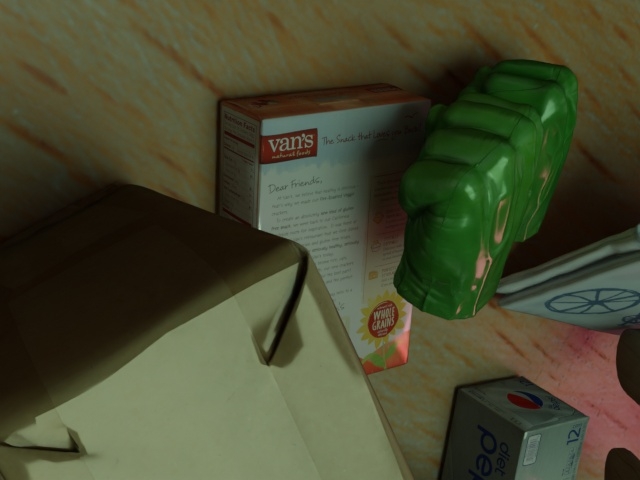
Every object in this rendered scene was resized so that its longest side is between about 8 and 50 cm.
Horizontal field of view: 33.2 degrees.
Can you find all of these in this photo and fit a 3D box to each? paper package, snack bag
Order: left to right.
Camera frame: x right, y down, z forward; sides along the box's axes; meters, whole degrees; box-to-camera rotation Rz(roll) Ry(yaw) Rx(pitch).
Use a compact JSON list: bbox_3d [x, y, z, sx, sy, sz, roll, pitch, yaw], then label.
[{"bbox_3d":[-0.076,0.141,0.647,0.168,0.325,0.310,-31,108,-17],"label":"paper package"},{"bbox_3d":[0.385,0.033,0.985,0.323,0.342,0.037,14,65,-36],"label":"snack bag"}]

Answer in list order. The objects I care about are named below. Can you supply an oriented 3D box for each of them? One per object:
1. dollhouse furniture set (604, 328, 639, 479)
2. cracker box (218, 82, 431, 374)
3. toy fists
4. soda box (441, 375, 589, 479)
[{"bbox_3d":[0.475,0.265,1.146,0.361,0.256,0.394,0,105,-9],"label":"dollhouse furniture set"},{"bbox_3d":[0.000,0.000,0.847,0.155,0.067,0.232,-10,116,-32],"label":"cracker box"},{"bbox_3d":[0.132,-0.060,0.836,0.279,0.096,0.142,-40,150,-55],"label":"toy fists"},{"bbox_3d":[0.174,0.286,1.066,0.091,0.098,0.287,-5,112,-35],"label":"soda box"}]
